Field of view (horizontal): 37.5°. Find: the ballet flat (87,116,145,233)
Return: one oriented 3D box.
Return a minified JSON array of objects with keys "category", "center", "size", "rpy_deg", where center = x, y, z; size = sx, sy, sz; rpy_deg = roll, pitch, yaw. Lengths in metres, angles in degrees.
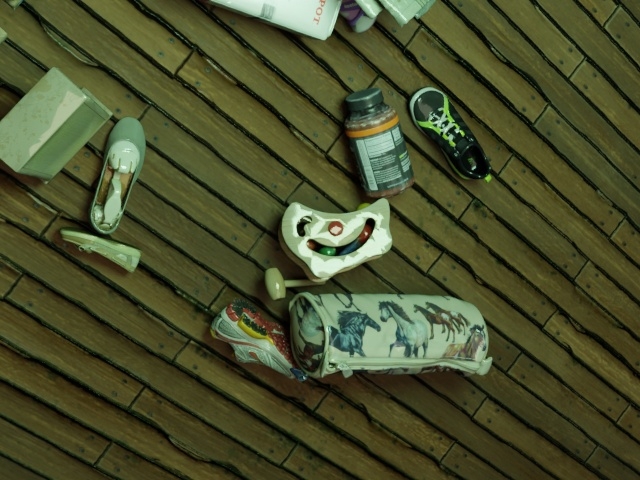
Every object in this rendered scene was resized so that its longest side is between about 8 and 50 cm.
[{"category":"ballet flat","center":[-0.353,-0.110,1.661],"size":[0.072,0.068,0.213],"rpy_deg":[16,98,-24]}]

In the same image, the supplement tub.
[{"category":"supplement tub","center":[0.107,-0.186,1.792],"size":[0.106,0.106,0.198],"rpy_deg":[-22,111,-13]}]

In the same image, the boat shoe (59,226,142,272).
[{"category":"boat shoe","center":[-0.396,0.016,1.689],"size":[0.153,0.056,0.048],"rpy_deg":[19,93,-31]}]

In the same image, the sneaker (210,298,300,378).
[{"category":"sneaker","center":[-0.122,0.200,1.837],"size":[0.092,0.088,0.225],"rpy_deg":[-35,121,21]}]

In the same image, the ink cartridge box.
[{"category":"ink cartridge box","center":[-0.098,-0.486,1.624],"size":[0.283,0.117,0.207],"rpy_deg":[15,99,-23]}]

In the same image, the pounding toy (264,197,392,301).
[{"category":"pounding toy","center":[0.000,0.000,1.818],"size":[0.269,0.155,0.154],"rpy_deg":[-22,84,-12]}]

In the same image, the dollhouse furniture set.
[{"category":"dollhouse furniture set","center":[-0.546,-0.291,1.498],"size":[0.394,0.256,0.362],"rpy_deg":[43,87,-4]}]

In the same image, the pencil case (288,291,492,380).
[{"category":"pencil case","center":[0.140,0.194,1.851],"size":[0.410,0.184,0.160],"rpy_deg":[4,138,-27]}]

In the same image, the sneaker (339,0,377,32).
[{"category":"sneaker","center":[0.090,-0.501,1.709],"size":[0.104,0.095,0.236],"rpy_deg":[27,95,-17]}]

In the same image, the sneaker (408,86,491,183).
[{"category":"sneaker","center":[0.267,-0.207,1.849],"size":[0.084,0.097,0.235],"rpy_deg":[-45,115,-4]}]

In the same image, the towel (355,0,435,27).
[{"category":"towel","center":[0.102,-0.540,1.612],"size":[0.324,0.056,0.312],"rpy_deg":[45,55,-5]}]
